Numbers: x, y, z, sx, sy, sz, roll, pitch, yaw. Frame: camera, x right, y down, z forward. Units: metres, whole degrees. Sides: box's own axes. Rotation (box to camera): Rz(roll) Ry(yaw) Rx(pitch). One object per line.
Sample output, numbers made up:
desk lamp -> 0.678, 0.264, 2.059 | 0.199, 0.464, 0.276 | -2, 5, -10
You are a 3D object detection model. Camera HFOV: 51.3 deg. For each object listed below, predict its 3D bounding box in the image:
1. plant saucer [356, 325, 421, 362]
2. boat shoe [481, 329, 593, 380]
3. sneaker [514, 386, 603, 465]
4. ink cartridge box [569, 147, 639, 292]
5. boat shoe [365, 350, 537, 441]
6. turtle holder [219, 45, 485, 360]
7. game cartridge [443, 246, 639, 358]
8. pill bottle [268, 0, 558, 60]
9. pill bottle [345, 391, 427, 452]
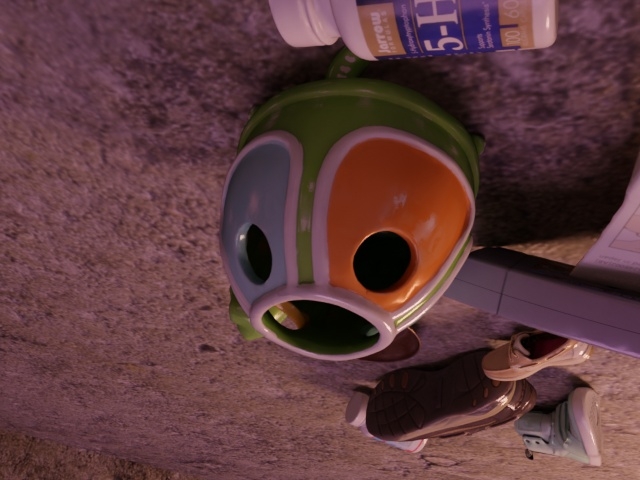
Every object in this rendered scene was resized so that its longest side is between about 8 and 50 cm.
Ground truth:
plant saucer -> 0.063, 0.137, 1.054 | 0.198, 0.036, 0.199 | 11, 149, 7
boat shoe -> 0.303, 0.157, 0.968 | 0.170, 0.063, 0.059 | -26, 129, 35
sneaker -> 0.408, 0.325, 1.163 | 0.151, 0.094, 0.256 | 2, 146, 26
ink cartridge box -> 0.402, -0.073, 0.494 | 0.308, 0.091, 0.385 | 11, 146, 4
boat shoe -> 0.217, 0.295, 1.157 | 0.130, 0.132, 0.355 | 30, 147, -24
turtle holder -> -0.005, -0.011, 0.652 | 0.320, 0.228, 0.243 | -8, 143, 33
game cartridge -> 0.286, 0.066, 0.684 | 0.297, 0.062, 0.198 | 15, -175, 21
pill bottle -> 0.064, -0.182, 0.456 | 0.186, 0.112, 0.112 | 1, 147, 21
pill bottle -> 0.135, 0.363, 1.343 | 0.160, 0.087, 0.087 | 24, 148, -16
